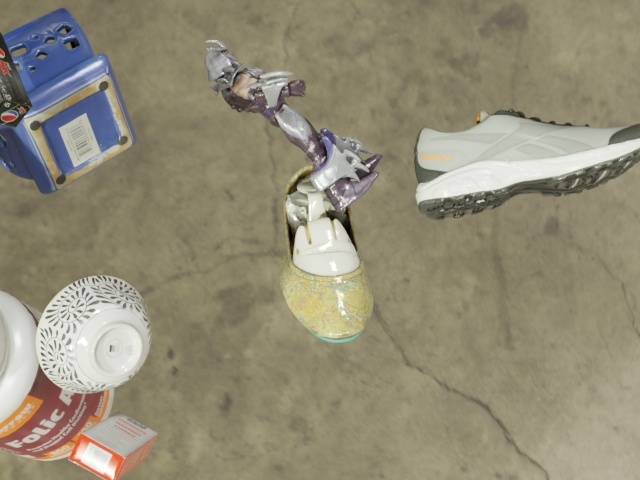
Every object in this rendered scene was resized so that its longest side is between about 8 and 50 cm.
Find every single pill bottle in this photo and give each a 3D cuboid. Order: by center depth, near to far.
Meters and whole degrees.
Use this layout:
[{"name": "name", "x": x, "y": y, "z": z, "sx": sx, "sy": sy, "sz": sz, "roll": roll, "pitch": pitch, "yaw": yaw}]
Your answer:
[{"name": "pill bottle", "x": -0.492, "y": 0.201, "z": 1.572, "sx": 0.224, "sy": 0.392, "sz": 0.224, "roll": -5, "pitch": 70, "yaw": 13}]

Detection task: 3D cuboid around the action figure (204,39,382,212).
[{"name": "action figure", "x": -0.047, "y": -0.167, "z": 1.372, "sx": 0.285, "sy": 0.185, "sz": 0.099, "roll": 42, "pitch": 95, "yaw": -11}]

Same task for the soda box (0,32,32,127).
[{"name": "soda box", "x": -0.521, "y": -0.262, "z": 1.641, "sx": 0.053, "sy": 0.060, "sz": 0.169, "roll": -42, "pitch": 61, "yaw": 27}]

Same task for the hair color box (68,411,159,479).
[{"name": "hair color box", "x": -0.278, "y": 0.279, "z": 1.398, "sx": 0.072, "sy": 0.141, "sz": 0.043, "roll": 27, "pitch": 97, "yaw": 8}]

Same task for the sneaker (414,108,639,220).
[{"name": "sneaker", "x": 0.231, "y": -0.100, "z": 1.114, "sx": 0.271, "sy": 0.100, "sz": 0.108, "roll": -9, "pitch": 75, "yaw": -3}]

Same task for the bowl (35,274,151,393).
[{"name": "bowl", "x": -0.292, "y": 0.139, "z": 1.400, "sx": 0.080, "sy": 0.170, "sz": 0.170, "roll": 21, "pitch": 72, "yaw": 53}]

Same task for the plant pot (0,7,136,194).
[{"name": "plant pot", "x": -0.473, "y": -0.234, "z": 1.830, "sx": 0.236, "sy": 0.236, "sz": 0.212, "roll": -34, "pitch": 51, "yaw": -21}]

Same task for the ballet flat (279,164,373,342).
[{"name": "ballet flat", "x": 0.000, "y": 0.000, "z": 1.399, "sx": 0.123, "sy": 0.123, "sz": 0.348, "roll": -24, "pitch": 29, "yaw": 8}]
